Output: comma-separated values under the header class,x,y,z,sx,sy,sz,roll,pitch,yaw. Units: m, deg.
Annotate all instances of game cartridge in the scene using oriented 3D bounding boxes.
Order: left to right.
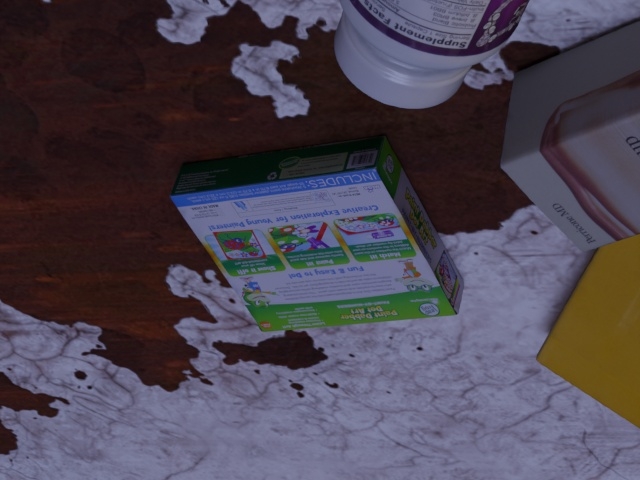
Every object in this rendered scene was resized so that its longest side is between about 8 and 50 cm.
class,x,y,z,sx,sy,sz,roll,pitch,yaw
game cartridge,0.402,0.103,1.815,0.285,0.053,0.324,33,141,10

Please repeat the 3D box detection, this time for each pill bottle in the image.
class,x,y,z,sx,sy,sz,roll,pitch,yaw
pill bottle,0.108,-0.251,1.449,0.169,0.169,0.301,18,142,-4

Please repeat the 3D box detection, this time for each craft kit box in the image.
class,x,y,z,sx,sy,sz,roll,pitch,yaw
craft kit box,0.000,0.000,1.891,0.250,0.061,0.247,-6,135,25

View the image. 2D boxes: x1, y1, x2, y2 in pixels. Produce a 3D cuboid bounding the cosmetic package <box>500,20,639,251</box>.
class,x,y,z,sx,sy,sz,roll,pitch,yaw
cosmetic package,0.329,-0.115,1.574,0.296,0.129,0.153,-22,130,38
